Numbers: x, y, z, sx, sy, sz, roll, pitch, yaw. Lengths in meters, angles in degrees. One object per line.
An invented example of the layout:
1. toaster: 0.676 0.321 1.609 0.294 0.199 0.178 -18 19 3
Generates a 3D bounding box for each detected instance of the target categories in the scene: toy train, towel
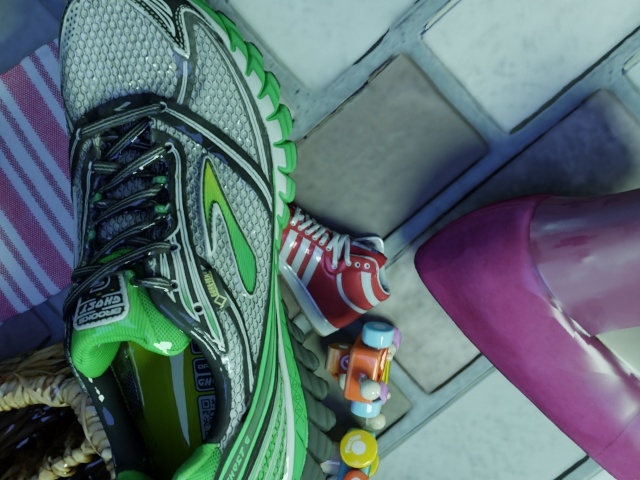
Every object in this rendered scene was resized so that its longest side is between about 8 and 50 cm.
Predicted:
1. toy train: 0.016 0.116 0.933 0.046 0.125 0.166 12 111 7
2. towel: -0.182 -0.042 0.969 0.197 0.029 0.144 -29 100 18

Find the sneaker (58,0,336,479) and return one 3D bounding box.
1. sneaker: -0.085 0.004 0.845 0.134 0.146 0.343 -18 84 24

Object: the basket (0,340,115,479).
1. basket: -0.216 0.211 0.944 0.299 0.223 0.213 -33 99 17

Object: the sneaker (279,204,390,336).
1. sneaker: 0.000 0.000 0.943 0.067 0.042 0.118 -27 108 19

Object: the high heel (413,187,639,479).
1. high heel: 0.210 0.130 0.940 0.181 0.127 0.377 -12 111 41
